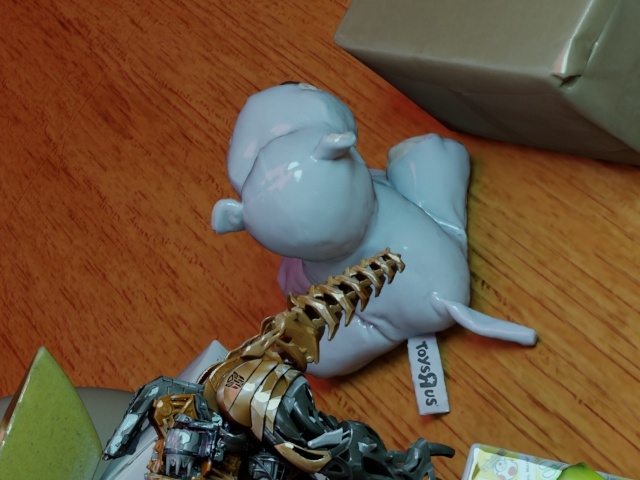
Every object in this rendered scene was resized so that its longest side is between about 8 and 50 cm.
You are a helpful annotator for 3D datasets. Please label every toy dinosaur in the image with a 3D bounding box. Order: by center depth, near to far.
[{"bbox_3d":[-0.029,0.149,1.445,0.322,0.218,0.164,-52,11,3],"label":"toy dinosaur"}]

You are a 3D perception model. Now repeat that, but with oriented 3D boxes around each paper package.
[{"bbox_3d":[0.215,-0.240,1.720,0.325,0.168,0.309,15,74,55],"label":"paper package"}]

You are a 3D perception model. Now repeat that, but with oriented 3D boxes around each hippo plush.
[{"bbox_3d":[0.000,0.000,1.737,0.234,0.236,0.294,-40,38,24],"label":"hippo plush"}]

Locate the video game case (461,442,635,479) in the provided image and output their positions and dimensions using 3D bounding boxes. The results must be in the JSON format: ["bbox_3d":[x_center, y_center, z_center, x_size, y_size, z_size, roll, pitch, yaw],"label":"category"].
[{"bbox_3d":[0.176,0.272,1.400,0.206,0.026,0.227,12,70,17],"label":"video game case"}]

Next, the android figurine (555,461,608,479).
[{"bbox_3d":[0.239,0.267,1.324,0.273,0.056,0.248,33,76,33],"label":"android figurine"}]

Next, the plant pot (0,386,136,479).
[{"bbox_3d":[-0.289,0.261,1.889,0.284,0.191,0.284,-36,45,47],"label":"plant pot"}]

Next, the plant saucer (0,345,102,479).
[{"bbox_3d":[-0.265,0.277,1.605,0.333,0.081,0.333,134,157,-70],"label":"plant saucer"}]

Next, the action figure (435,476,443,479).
[{"bbox_3d":[0.010,0.343,1.508,0.341,0.178,0.330,20,65,45],"label":"action figure"}]

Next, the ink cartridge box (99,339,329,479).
[{"bbox_3d":[-0.079,0.205,1.650,0.100,0.172,0.237,-44,5,16],"label":"ink cartridge box"}]

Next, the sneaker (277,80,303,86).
[{"bbox_3d":[-0.042,-0.100,2.012,0.066,0.071,0.188,-34,42,31],"label":"sneaker"}]
